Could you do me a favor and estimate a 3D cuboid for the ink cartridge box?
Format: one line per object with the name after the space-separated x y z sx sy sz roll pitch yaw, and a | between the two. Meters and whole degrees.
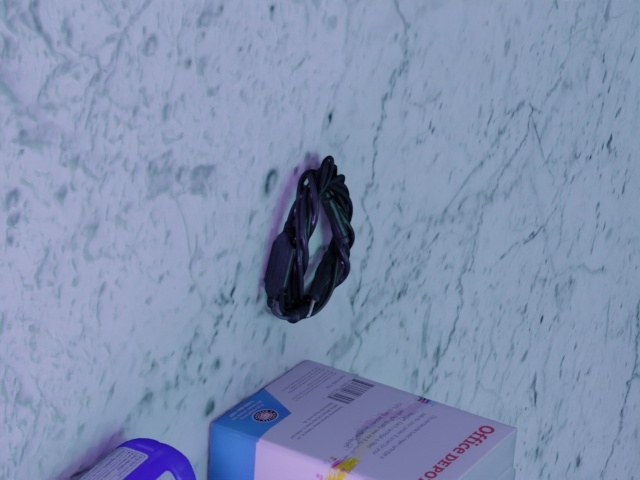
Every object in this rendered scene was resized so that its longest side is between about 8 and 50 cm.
0.044 0.281 1.778 0.198 0.270 0.197 -29 128 -53 | ink cartridge box

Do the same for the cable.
0.000 0.000 1.795 0.150 0.047 0.185 3 101 -62 | cable

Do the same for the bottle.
-0.220 0.290 1.489 0.283 0.092 0.118 -39 136 -47 | bottle
